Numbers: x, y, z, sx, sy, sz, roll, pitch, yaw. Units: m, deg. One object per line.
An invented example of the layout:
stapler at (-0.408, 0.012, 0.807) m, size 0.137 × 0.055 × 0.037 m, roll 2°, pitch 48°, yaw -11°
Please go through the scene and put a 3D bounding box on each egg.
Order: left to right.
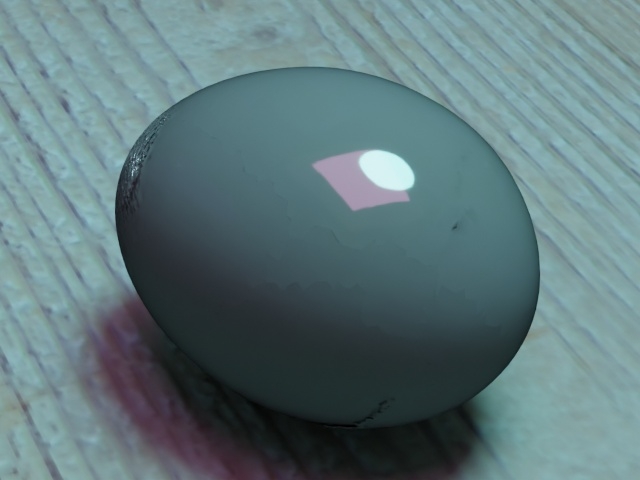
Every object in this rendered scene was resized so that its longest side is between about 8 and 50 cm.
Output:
egg at (0.000, 0.000, 0.821) m, size 0.199 × 0.146 × 0.146 m, roll 24°, pitch 40°, yaw 38°
